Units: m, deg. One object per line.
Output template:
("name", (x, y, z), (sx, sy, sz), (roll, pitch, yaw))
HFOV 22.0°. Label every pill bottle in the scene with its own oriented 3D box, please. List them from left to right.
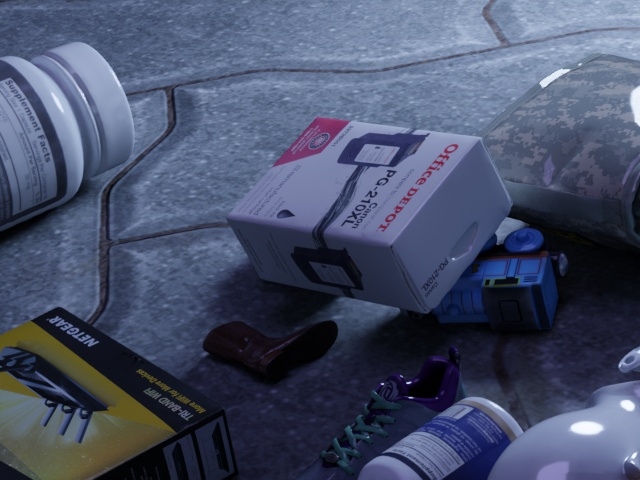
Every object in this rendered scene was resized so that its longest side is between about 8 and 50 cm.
("pill bottle", (-0.427, -0.108, 2.055), (0.361, 0.204, 0.204), (-27, 31, -31))
("pill bottle", (0.090, 0.209, 1.377), (0.169, 0.094, 0.094), (-29, 33, -33))

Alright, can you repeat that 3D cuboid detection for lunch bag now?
("lunch bag", (0.314, -0.080, 1.782), (0.235, 0.169, 0.287), (16, 33, 42))

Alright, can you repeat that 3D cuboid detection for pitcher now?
("pitcher", (0.233, 0.180, 1.317), (0.207, 0.125, 0.178), (-33, -4, -45))

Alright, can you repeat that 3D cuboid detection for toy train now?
("toy train", (0.161, 0.041, 1.699), (0.184, 0.080, 0.105), (-2, 36, 20))

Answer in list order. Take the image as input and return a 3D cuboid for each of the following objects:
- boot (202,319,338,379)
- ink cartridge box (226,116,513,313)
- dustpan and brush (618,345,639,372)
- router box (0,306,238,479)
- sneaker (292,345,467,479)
("boot", (-0.054, 0.100, 1.710), (0.106, 0.037, 0.114), (-26, 26, -33))
("ink cartridge box", (0.051, -0.031, 1.704), (0.237, 0.100, 0.172), (10, 50, 43))
("dustpan and brush", (0.345, 0.092, 1.551), (0.147, 0.060, 0.211), (17, 37, 41))
("router box", (-0.265, 0.188, 1.554), (0.243, 0.081, 0.309), (-27, 31, -30))
("sneaker", (0.040, 0.172, 1.460), (0.224, 0.098, 0.083), (-28, 32, -31))
